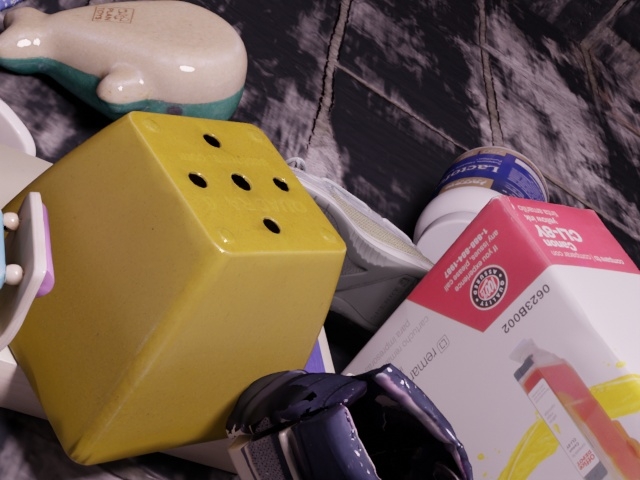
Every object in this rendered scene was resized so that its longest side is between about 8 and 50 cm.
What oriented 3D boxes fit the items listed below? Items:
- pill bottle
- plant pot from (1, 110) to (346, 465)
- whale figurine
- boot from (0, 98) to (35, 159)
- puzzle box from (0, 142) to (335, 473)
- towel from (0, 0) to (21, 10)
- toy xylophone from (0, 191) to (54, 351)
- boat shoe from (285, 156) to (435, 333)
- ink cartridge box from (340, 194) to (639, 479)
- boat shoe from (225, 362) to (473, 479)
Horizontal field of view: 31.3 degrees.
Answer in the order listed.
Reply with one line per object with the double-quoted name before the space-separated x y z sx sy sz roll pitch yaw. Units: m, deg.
"pill bottle" 0.203 -0.013 1.454 0.153 0.153 0.264 39 27 -1
"plant pot" -0.109 0.019 0.882 0.212 0.187 0.212 0 46 -50
"whale figurine" -0.220 -0.184 1.259 0.272 0.141 0.216 6 35 -8
"boot" -0.331 -0.141 1.088 0.190 0.069 0.086 39 30 4
"puzzle box" -0.164 0.064 1.006 0.409 0.052 0.272 23 31 -28
"towel" -0.411 -0.399 1.425 0.243 0.040 0.336 39 30 -3
"toy xylophone" -0.347 -0.002 0.757 0.323 0.081 0.236 1 30 -27
"boat shoe" 0.003 -0.001 1.135 0.320 0.118 0.103 26 24 -32
"ink cartridge box" 0.220 0.192 1.030 0.160 0.279 0.384 8 40 -43
"boat shoe" 0.070 0.239 0.821 0.127 0.158 0.340 -40 98 -32
